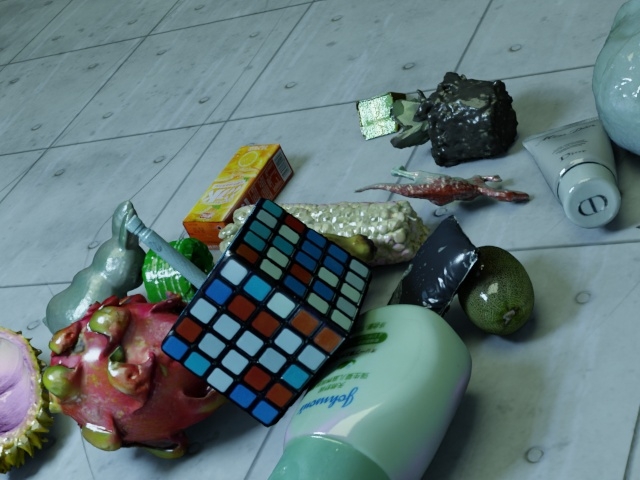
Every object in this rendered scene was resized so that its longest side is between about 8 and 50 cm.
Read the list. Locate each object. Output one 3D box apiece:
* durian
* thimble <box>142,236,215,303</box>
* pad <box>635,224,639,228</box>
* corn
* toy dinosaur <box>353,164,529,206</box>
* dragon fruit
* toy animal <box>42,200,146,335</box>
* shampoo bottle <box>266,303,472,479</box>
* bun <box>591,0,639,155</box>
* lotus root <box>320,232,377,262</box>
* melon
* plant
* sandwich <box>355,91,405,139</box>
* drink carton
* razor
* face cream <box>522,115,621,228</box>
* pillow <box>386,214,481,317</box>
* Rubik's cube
[{"bbox_3d":[-0.503,0.248,1.840,0.191,0.112,0.341,-32,39,-27],"label":"durian"},{"bbox_3d":[-0.229,0.059,1.909,0.090,0.118,0.130,-11,52,17],"label":"thimble"},{"bbox_3d":[0.526,0.004,1.333,0.220,0.004,0.330,5,-1,40],"label":"pad"},{"bbox_3d":[0.001,0.000,1.836,0.335,0.126,0.126,-2,38,27],"label":"corn"},{"bbox_3d":[0.175,-0.078,1.805,0.242,0.053,0.167,-1,14,-32],"label":"toy dinosaur"},{"bbox_3d":[-0.225,0.167,1.635,0.307,0.243,0.227,-41,-4,-16],"label":"dragon fruit"},{"bbox_3d":[-0.337,0.062,1.906,0.127,0.125,0.251,36,99,23],"label":"toy animal"},{"bbox_3d":[0.044,0.242,1.402,0.222,0.151,0.349,-16,31,42],"label":"shampoo bottle"},{"bbox_3d":[0.572,-0.273,1.734,0.362,0.211,0.362,-17,33,11],"label":"bun"},{"bbox_3d":[-0.016,0.058,1.730,0.214,0.138,0.138,-40,32,-2],"label":"lotus root"},{"bbox_3d":[0.233,0.064,1.587,0.099,0.099,0.162,-23,27,5],"label":"melon"},{"bbox_3d":[0.219,-0.203,1.959,0.203,0.131,0.142,-5,40,33],"label":"plant"},{"bbox_3d":[0.121,-0.231,2.190,0.074,0.074,0.116,-13,1,21],"label":"sandwich"},{"bbox_3d":[-0.144,-0.079,2.094,0.096,0.071,0.223,-1,40,34],"label":"drink carton"},{"bbox_3d":[-0.205,0.044,1.818,0.068,0.232,0.106,-38,14,46],"label":"razor"},{"bbox_3d":[0.387,-0.114,1.770,0.143,0.089,0.314,-18,21,12],"label":"face cream"},{"bbox_3d":[0.142,0.072,1.598,0.208,0.055,0.141,-60,26,17],"label":"pillow"},{"bbox_3d":[-0.065,0.090,1.499,0.187,0.184,0.182,-55,4,27],"label":"Rubik's cube"}]
